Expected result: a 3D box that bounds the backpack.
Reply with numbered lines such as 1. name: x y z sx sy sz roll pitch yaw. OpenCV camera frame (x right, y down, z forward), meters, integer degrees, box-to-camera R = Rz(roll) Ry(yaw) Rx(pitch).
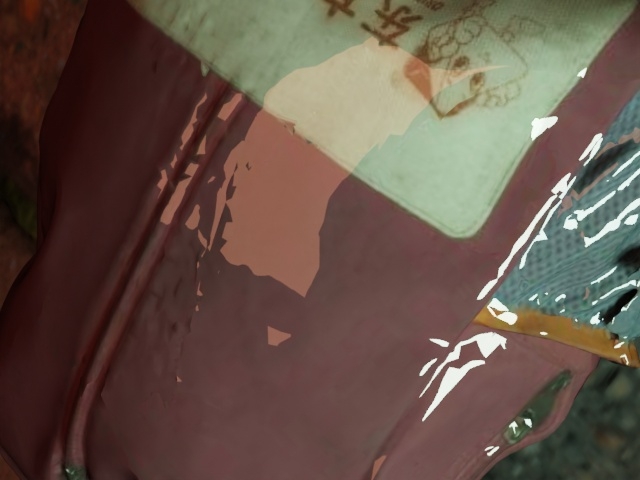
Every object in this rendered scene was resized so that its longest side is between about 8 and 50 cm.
1. backpack: 0.000 0.000 0.728 0.283 0.197 0.317 38 105 34
